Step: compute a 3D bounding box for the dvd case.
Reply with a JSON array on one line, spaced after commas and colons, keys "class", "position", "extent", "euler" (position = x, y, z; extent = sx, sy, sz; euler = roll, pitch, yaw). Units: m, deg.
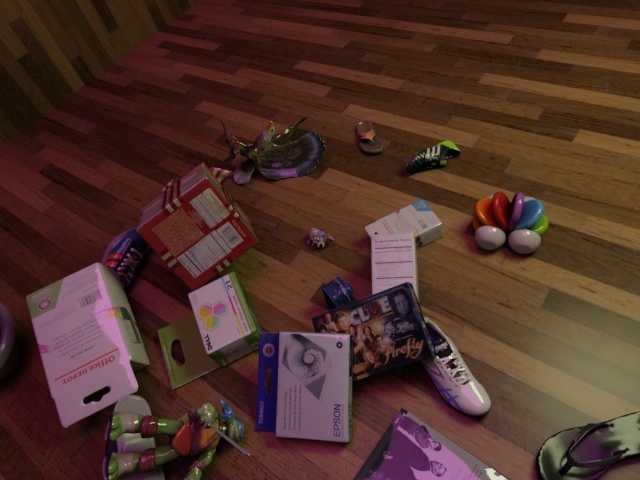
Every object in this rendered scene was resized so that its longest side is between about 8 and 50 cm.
[{"class": "dvd case", "position": [0.208, 0.461, 0.911], "extent": [0.238, 0.030, 0.179], "euler": [28, 63, 32]}]

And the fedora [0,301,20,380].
[{"class": "fedora", "position": [-0.936, 0.296, 1.317], "extent": [0.275, 0.124, 0.244], "euler": [35, 69, 26]}]

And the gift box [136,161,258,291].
[{"class": "gift box", "position": [-0.312, -0.051, 1.303], "extent": [0.276, 0.255, 0.258], "euler": [-34, 23, -5]}]

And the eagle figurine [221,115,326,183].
[{"class": "eagle figurine", "position": [-0.158, -0.311, 1.580], "extent": [0.298, 0.225, 0.227], "euler": [-5, 88, -26]}]

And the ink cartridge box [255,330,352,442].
[{"class": "ink cartridge box", "position": [-0.042, 0.311, 1.036], "extent": [0.223, 0.045, 0.224], "euler": [-3, 79, 16]}]

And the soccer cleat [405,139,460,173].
[{"class": "soccer cleat", "position": [0.338, -0.246, 1.435], "extent": [0.178, 0.060, 0.072], "euler": [-29, 51, -12]}]

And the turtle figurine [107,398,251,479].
[{"class": "turtle figurine", "position": [-0.275, 0.421, 0.940], "extent": [0.266, 0.198, 0.275], "euler": [3, 40, -16]}]

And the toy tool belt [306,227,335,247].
[{"class": "toy tool belt", "position": [0.000, 0.000, 1.345], "extent": [0.083, 0.052, 0.051], "euler": [23, 92, 34]}]

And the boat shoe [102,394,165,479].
[{"class": "boat shoe", "position": [-0.406, 0.492, 1.029], "extent": [0.114, 0.091, 0.303], "euler": [14, 39, -30]}]

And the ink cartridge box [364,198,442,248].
[{"class": "ink cartridge box", "position": [0.222, -0.023, 1.282], "extent": [0.181, 0.062, 0.104], "euler": [-25, 50, -5]}]

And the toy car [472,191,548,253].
[{"class": "toy car", "position": [0.474, -0.063, 1.192], "extent": [0.181, 0.136, 0.159], "euler": [8, 54, 22]}]

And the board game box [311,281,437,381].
[{"class": "board game box", "position": [0.112, 0.210, 1.050], "extent": [0.243, 0.042, 0.165], "euler": [-24, 70, 20]}]

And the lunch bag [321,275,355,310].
[{"class": "lunch bag", "position": [0.049, 0.136, 1.178], "extent": [0.065, 0.099, 0.067], "euler": [-31, 45, -13]}]

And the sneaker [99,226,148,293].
[{"class": "sneaker", "position": [-0.592, 0.100, 1.397], "extent": [0.121, 0.108, 0.302], "euler": [24, 70, 30]}]

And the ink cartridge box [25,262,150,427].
[{"class": "ink cartridge box", "position": [-0.576, 0.261, 1.206], "extent": [0.207, 0.119, 0.354], "euler": [-26, 69, -5]}]

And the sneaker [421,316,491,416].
[{"class": "sneaker", "position": [0.270, 0.266, 1.017], "extent": [0.085, 0.086, 0.237], "euler": [-28, 51, -10]}]

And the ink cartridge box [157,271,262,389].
[{"class": "ink cartridge box", "position": [-0.290, 0.225, 1.195], "extent": [0.255, 0.097, 0.189], "euler": [-26, 55, -6]}]

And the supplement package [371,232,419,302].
[{"class": "supplement package", "position": [0.180, 0.083, 1.144], "extent": [0.105, 0.105, 0.180], "euler": [-4, 72, 14]}]

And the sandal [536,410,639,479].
[{"class": "sandal", "position": [0.511, 0.375, 0.876], "extent": [0.254, 0.055, 0.097], "euler": [-23, 49, -3]}]

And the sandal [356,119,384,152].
[{"class": "sandal", "position": [0.157, -0.349, 1.577], "extent": [0.072, 0.049, 0.180], "euler": [-16, 49, 3]}]
